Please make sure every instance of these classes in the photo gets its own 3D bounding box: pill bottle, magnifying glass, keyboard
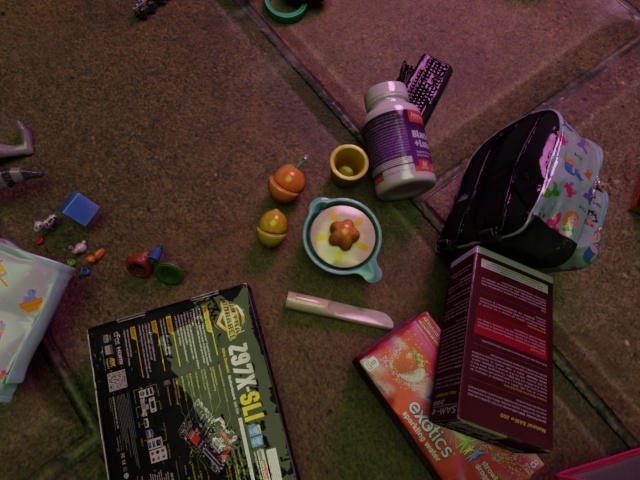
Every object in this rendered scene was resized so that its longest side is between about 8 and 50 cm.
[{"bbox_3d":[0.134,-0.178,0.769,0.108,0.108,0.193,-9,78,-3],"label":"pill bottle"},{"bbox_3d":[-0.092,-0.570,0.935,0.092,0.026,0.230,-16,73,-5],"label":"magnifying glass"},{"bbox_3d":[0.187,-0.296,0.849,0.100,0.038,0.191,26,74,7],"label":"keyboard"}]

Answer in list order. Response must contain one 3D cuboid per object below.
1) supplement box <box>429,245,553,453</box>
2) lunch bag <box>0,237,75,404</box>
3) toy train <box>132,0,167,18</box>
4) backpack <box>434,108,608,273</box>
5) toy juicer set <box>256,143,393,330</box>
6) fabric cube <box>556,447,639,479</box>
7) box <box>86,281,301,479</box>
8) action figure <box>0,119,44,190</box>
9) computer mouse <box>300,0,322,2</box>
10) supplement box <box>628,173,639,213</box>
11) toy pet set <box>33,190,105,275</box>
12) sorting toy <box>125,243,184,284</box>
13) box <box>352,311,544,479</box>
[{"bbox_3d":[0.235,0.141,0.579,0.131,0.073,0.239,23,60,-7],"label":"supplement box"},{"bbox_3d":[-0.529,0.105,0.660,0.263,0.160,0.223,16,73,10],"label":"lunch bag"},{"bbox_3d":[-0.340,-0.529,0.919,0.036,0.027,0.158,40,76,14],"label":"toy train"},{"bbox_3d":[0.324,-0.069,0.688,0.191,0.225,0.253,25,71,-16],"label":"backpack"},{"bbox_3d":[0.000,0.000,0.726,0.210,0.089,0.328,-7,76,-7],"label":"toy juicer set"},{"bbox_3d":[0.488,0.402,0.489,0.254,0.259,0.257,4,71,-26],"label":"fabric cube"},{"bbox_3d":[-0.194,0.253,0.659,0.258,0.079,0.321,-16,74,-7],"label":"box"},{"bbox_3d":[-0.653,-0.077,0.681,0.330,0.341,0.178,-36,116,-3],"label":"action figure"},{"bbox_3d":[-0.094,-0.545,0.896,0.242,0.041,0.071,7,75,2],"label":"computer mouse"},{"bbox_3d":[0.670,-0.137,0.722,0.129,0.194,0.191,26,75,7],"label":"supplement box"},{"bbox_3d":[-0.432,-0.020,0.745,0.122,0.065,0.114,30,75,8],"label":"toy pet set"},{"bbox_3d":[-0.281,0.037,0.741,0.102,0.061,0.042,12,39,-4],"label":"sorting toy"},{"bbox_3d":[0.173,0.247,0.637,0.128,0.122,0.256,-34,78,-10],"label":"box"}]
